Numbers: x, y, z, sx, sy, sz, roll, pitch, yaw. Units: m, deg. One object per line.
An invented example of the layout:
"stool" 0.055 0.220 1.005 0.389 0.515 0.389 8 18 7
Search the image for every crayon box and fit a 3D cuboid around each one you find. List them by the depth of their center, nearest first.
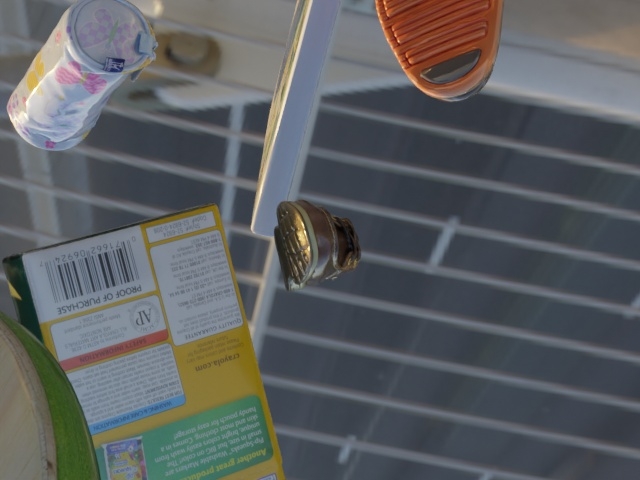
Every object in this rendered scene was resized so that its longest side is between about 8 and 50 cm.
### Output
"crayon box" -0.166 0.144 1.281 0.203 0.322 0.083 -16 -176 -28

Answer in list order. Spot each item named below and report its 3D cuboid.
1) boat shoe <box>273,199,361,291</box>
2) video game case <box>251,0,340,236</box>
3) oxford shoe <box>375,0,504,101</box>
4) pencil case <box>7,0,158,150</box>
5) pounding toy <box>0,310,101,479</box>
"boat shoe" 0.000 0.000 1.004 0.060 0.064 0.178 -13 173 -6
"video game case" -0.019 -0.216 1.525 0.036 0.300 0.329 13 122 -6
"oxford shoe" 0.134 -0.255 1.295 0.130 0.363 0.132 -17 137 19
"pencil case" -0.317 -0.217 1.724 0.124 0.113 0.273 1 160 -32
"pounding toy" -0.139 0.132 0.460 0.237 0.183 0.110 -32 144 24
